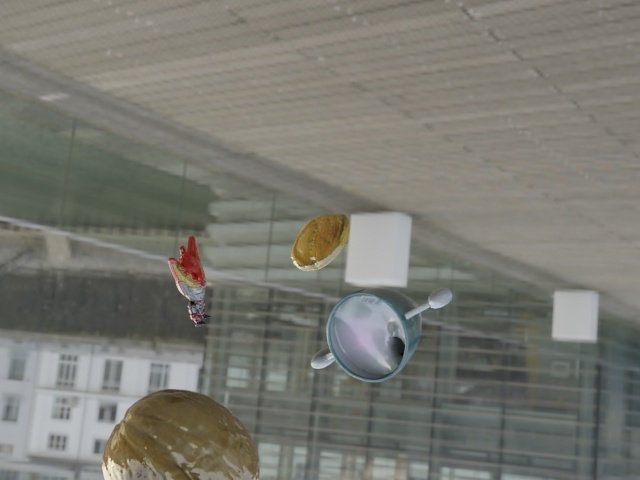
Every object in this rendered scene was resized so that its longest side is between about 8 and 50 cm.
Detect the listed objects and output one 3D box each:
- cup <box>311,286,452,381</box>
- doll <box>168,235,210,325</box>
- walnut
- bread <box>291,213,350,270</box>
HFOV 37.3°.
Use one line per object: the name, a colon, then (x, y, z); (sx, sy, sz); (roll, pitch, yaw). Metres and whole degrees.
cup: (0.117, 0.166, 1.789); (0.299, 0.168, 0.173); (-30, 174, 24)
doll: (-0.259, 0.087, 1.894); (0.057, 0.169, 0.109); (2, -154, 17)
walnut: (-0.265, 0.443, 1.838); (0.313, 0.277, 0.252); (37, 149, -4)
bread: (0.000, 0.000, 1.443); (0.110, 0.110, 0.024); (-4, 143, 43)
